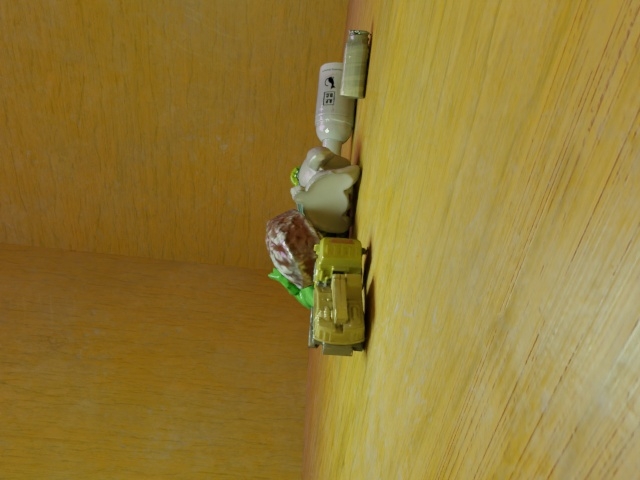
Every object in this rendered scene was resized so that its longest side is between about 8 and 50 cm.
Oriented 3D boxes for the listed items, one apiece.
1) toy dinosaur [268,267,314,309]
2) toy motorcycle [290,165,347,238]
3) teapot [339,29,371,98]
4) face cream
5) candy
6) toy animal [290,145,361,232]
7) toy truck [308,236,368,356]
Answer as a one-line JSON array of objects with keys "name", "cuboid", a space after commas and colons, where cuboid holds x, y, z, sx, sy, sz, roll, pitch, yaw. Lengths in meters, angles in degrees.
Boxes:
[{"name": "toy dinosaur", "cuboid": [0.014, 0.220, 1.916, 0.374, 0.144, 0.500, 44, -171, -48]}, {"name": "toy motorcycle", "cuboid": [0.009, -0.113, 1.986, 0.191, 0.200, 0.326, 102, 162, -67]}, {"name": "teapot", "cuboid": [0.114, -0.544, 1.817, 0.107, 0.077, 0.200, -24, -58, -70]}, {"name": "face cream", "cuboid": [0.053, -0.438, 2.101, 0.145, 0.145, 0.369, 111, 164, -80]}, {"name": "candy", "cuboid": [-0.070, 0.026, 1.687, 0.289, 0.157, 0.214, -144, 33, -67]}, {"name": "toy animal", "cuboid": [0.011, -0.183, 1.793, 0.265, 0.206, 0.271, -94, 7, -53]}, {"name": "toy truck", "cuboid": [0.042, 0.109, 1.266, 0.157, 0.124, 0.272, 98, 177, -46]}]
